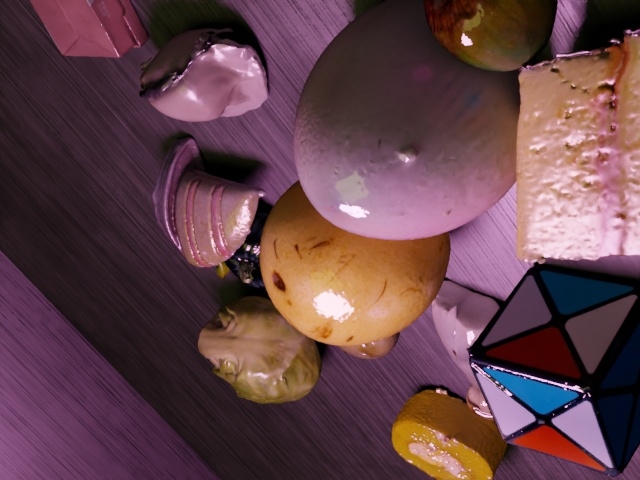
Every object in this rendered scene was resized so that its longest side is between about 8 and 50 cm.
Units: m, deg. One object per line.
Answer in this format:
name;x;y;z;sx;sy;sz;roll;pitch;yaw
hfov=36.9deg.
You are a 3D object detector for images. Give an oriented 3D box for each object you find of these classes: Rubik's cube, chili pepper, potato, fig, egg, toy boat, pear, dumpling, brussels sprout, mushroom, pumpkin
Rubik's cube;0.443;0.222;1.677;0.250;0.248;0.246;11;139;42
chili pepper;-0.263;0.014;2.373;0.052;0.050;0.201;-115;3;-55
potato;0.081;0.169;2.106;0.235;0.160;0.177;29;127;45
fig;0.229;-0.313;1.258;0.181;0.181;0.191;4;142;45
egg;0.116;-0.148;1.445;0.355;0.340;0.354;29;149;20
toy boat;-0.264;-0.060;2.114;0.293;0.111;0.276;42;127;37
pear;0.061;0.019;1.734;0.348;0.348;0.348;28;148;19
dumpling;-0.228;-0.289;1.818;0.293;0.163;0.204;-12;120;40
brussels sprout;-0.146;0.286;2.426;0.328;0.247;0.328;24;146;18
mushroom;0.325;0.232;1.978;0.159;0.122;0.328;-119;5;-51
pumpkin;-0.140;0.022;2.162;0.194;0.150;0.194;41;142;42

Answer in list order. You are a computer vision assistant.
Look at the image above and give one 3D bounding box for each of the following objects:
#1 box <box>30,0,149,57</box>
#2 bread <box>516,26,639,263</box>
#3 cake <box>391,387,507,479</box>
box;-0.481;-0.472;1.915;0.215;0.086;0.215;12;140;39
bread;0.430;-0.140;1.307;0.346;0.242;0.404;9;120;37
cake;0.303;0.466;2.258;0.261;0.156;0.179;30;134;5
